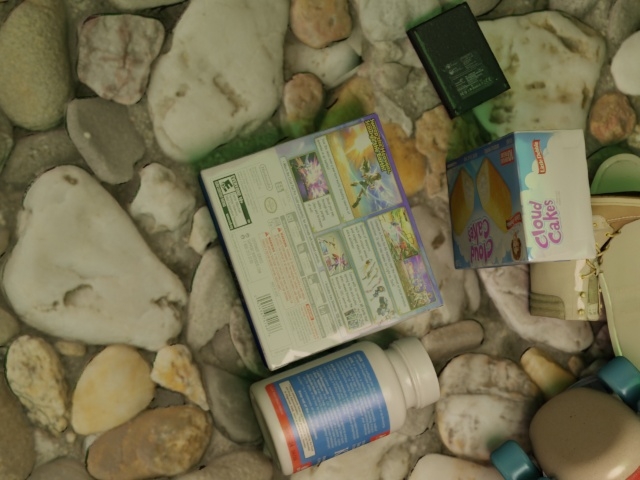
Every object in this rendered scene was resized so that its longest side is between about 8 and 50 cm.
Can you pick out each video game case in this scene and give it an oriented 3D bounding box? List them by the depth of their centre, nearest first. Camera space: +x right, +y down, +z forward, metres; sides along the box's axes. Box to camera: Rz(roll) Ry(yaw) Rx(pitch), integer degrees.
[{"bbox_3d":[0.000,0.000,1.388,0.244,0.061,0.270,-19,91,-11],"label":"video game case"}]

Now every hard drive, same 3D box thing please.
[{"bbox_3d":[0.189,-0.246,1.461,0.094,0.022,0.135,-28,92,-12],"label":"hard drive"}]

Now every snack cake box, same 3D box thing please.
[{"bbox_3d":[0.241,-0.044,1.336,0.089,0.264,0.152,-3,87,-11],"label":"snack cake box"}]

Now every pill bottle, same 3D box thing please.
[{"bbox_3d":[0.032,0.200,1.349,0.221,0.124,0.124,-20,90,-11],"label":"pill bottle"}]

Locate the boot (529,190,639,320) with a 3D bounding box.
[{"bbox_3d":[0.359,0.022,1.399,0.077,0.213,0.165,-4,89,-48],"label":"boot"}]

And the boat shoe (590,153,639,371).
[{"bbox_3d":[0.430,0.036,1.459,0.109,0.091,0.305,-9,85,26],"label":"boat shoe"}]

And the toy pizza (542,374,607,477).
[{"bbox_3d":[0.389,0.283,1.464,0.201,0.032,0.201,1,87,-13],"label":"toy pizza"}]

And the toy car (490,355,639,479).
[{"bbox_3d":[0.382,0.314,1.352,0.219,0.210,0.238,-38,107,-1],"label":"toy car"}]
